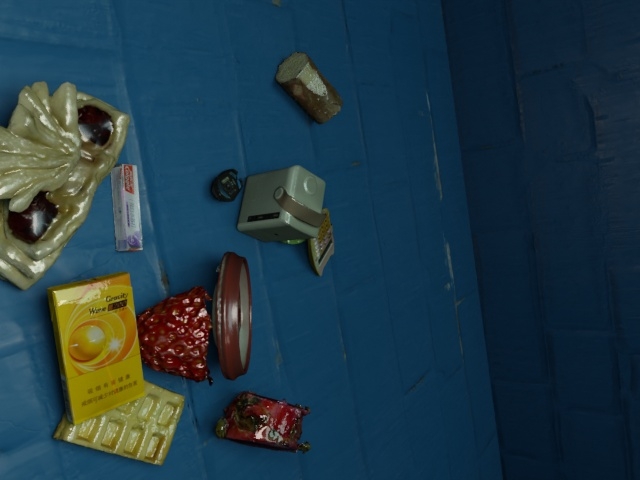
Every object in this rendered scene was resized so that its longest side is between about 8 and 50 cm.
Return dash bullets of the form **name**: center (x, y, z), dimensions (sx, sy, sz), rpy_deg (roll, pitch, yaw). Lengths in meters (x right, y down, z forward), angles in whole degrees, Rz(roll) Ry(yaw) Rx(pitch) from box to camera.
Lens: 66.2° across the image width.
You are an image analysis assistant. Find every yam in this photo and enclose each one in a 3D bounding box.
- **yam**: center (-0.030, -0.491, 1.617), dimensions (0.238, 0.129, 0.128), rpy_deg (42, 20, -42)

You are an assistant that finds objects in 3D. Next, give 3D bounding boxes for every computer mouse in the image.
- **computer mouse**: center (-0.260, -0.149, 1.350), dimensions (0.079, 0.047, 0.135), rpy_deg (60, 36, -19)

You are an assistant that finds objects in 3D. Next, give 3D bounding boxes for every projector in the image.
- **projector**: center (-0.101, -0.099, 1.390), dimensions (0.163, 0.242, 0.177), rpy_deg (24, 69, -46)

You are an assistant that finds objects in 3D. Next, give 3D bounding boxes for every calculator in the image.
- **calculator**: center (0.000, 0.000, 1.618), dimensions (0.236, 0.033, 0.157), rpy_deg (82, 31, -46)

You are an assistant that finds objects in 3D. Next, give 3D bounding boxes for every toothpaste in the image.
- **toothpaste**: center (-0.441, -0.074, 1.118), dimensions (0.047, 0.040, 0.196), rpy_deg (-3, 88, -54)

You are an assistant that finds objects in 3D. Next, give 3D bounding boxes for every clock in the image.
- **clock**: center (-0.225, 0.186, 1.230), dimensions (0.318, 0.080, 0.319), rpy_deg (179, -90, -87)

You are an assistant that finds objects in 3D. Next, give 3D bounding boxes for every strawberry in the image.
- **strawberry**: center (-0.345, 0.224, 1.125), dimensions (0.178, 0.234, 0.234), rpy_deg (-2, 87, -24)

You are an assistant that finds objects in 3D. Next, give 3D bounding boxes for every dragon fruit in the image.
- **dragon fruit**: center (-0.142, 0.474, 1.307), dimensions (0.282, 0.211, 0.147), rpy_deg (21, 60, -27)

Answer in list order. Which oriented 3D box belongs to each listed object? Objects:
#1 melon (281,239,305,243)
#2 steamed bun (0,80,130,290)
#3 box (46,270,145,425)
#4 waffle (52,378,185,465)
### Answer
- **melon**: center (-0.071, -0.067, 1.571), dimensions (0.209, 0.064, 0.118), rpy_deg (-48, 123, -40)
- **steamed bun**: center (-0.517, -0.145, 0.920), dimensions (0.247, 0.189, 0.428), rpy_deg (38, 58, -35)
- **box**: center (-0.437, 0.208, 0.974), dimensions (0.152, 0.043, 0.269), rpy_deg (-16, 106, -48)
- **waffle**: center (-0.423, 0.384, 1.079), dimensions (0.274, 0.057, 0.168), rpy_deg (43, 54, -40)
